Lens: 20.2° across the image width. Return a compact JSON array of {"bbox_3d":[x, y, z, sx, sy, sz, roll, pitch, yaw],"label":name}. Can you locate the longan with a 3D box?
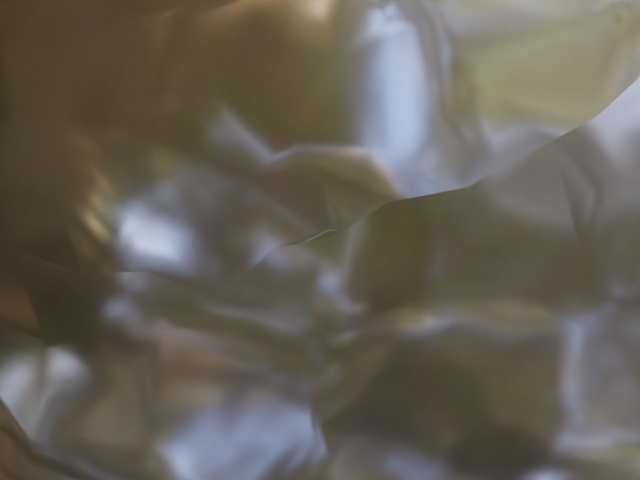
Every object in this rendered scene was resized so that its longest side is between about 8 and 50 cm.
[{"bbox_3d":[0.007,0.000,0.664,0.404,0.404,0.436,-31,144,-35],"label":"longan"}]
